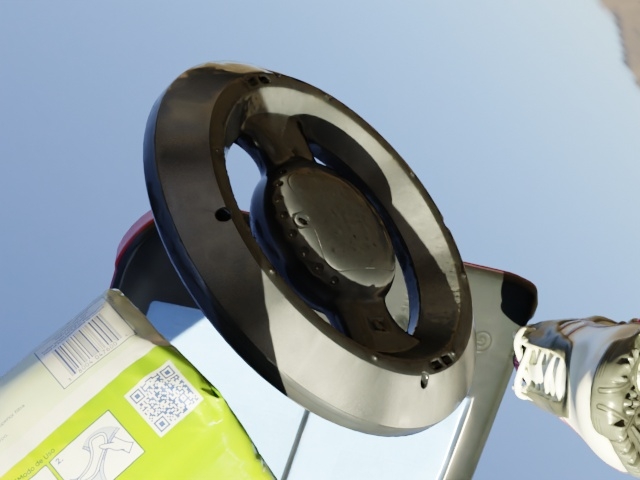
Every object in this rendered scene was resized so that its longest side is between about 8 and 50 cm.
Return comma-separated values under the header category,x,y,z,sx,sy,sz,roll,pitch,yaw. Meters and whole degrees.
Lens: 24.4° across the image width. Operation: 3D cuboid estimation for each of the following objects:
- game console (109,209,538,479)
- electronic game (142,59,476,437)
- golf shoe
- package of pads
category,x,y,z,sx,sy,sz,roll,pitch,yaw
game console,-0.034,0.171,1.179,0.342,0.386,0.060,14,-164,-16
electronic game,0.000,0.000,0.787,0.229,0.048,0.229,32,-143,-28
golf shoe,0.189,0.104,1.052,0.120,0.105,0.273,5,180,13
package of pads,-0.113,0.183,0.686,0.101,0.229,0.296,41,166,33
